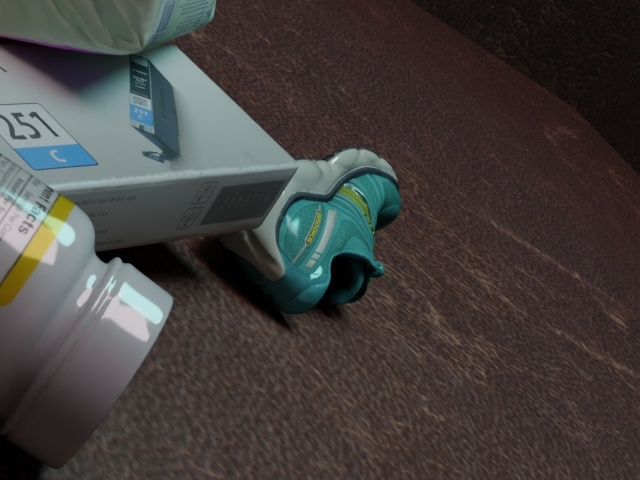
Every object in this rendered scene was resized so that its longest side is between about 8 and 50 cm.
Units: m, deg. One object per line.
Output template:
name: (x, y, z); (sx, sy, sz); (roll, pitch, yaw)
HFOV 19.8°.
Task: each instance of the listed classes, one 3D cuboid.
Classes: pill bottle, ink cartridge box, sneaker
pill bottle: (-0.180, 0.009, 0.845); (0.208, 0.119, 0.119); (35, 14, -9)
ink cartridge box: (-0.192, -0.097, 1.174); (0.261, 0.066, 0.296); (43, 25, 21)
sneaker: (0.000, 0.000, 1.408); (0.110, 0.107, 0.275); (58, 22, 4)

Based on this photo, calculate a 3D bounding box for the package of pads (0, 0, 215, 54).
package of pads: (-0.224, -0.197, 1.226); (0.296, 0.101, 0.229); (11, 12, 6)
